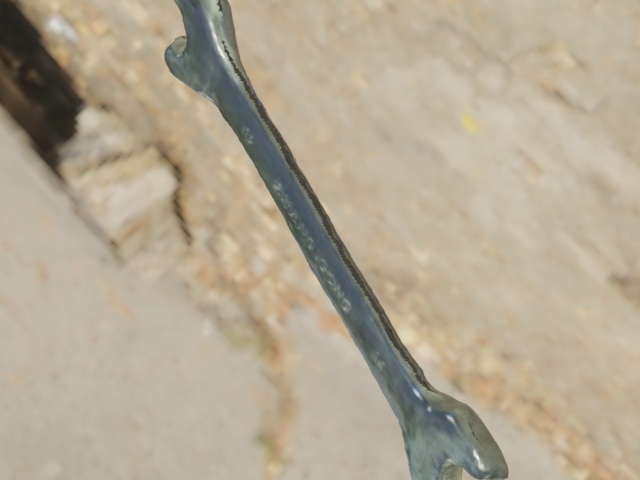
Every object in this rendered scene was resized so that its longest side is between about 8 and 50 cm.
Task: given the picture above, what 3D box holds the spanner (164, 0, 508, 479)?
[{"bbox_3d":[0.000,0.000,0.761,0.254,0.015,0.054,60,148,21],"label":"spanner"}]
